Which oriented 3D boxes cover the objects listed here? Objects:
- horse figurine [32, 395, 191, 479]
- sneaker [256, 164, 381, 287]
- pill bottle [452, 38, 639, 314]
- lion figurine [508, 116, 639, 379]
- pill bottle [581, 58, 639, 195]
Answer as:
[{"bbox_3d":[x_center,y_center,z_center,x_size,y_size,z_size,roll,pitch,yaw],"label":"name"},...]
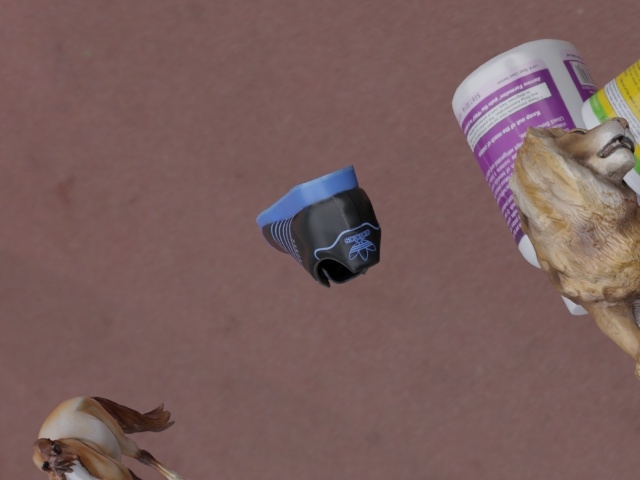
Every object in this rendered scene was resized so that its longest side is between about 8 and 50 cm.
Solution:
[{"bbox_3d":[-0.166,0.181,1.242,0.174,0.263,0.066,39,97,-18],"label":"horse figurine"},{"bbox_3d":[0.000,0.000,1.406,0.232,0.081,0.090,139,110,-78],"label":"sneaker"},{"bbox_3d":[0.287,-0.072,1.843,0.169,0.169,0.301,-38,67,38],"label":"pill bottle"},{"bbox_3d":[0.321,0.059,1.446,0.142,0.392,0.240,-39,41,5],"label":"lion figurine"},{"bbox_3d":[0.414,-0.164,1.671,0.246,0.136,0.136,-38,85,21],"label":"pill bottle"}]
